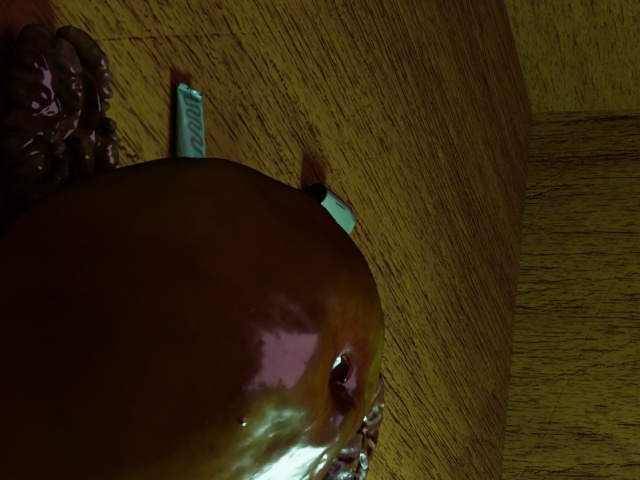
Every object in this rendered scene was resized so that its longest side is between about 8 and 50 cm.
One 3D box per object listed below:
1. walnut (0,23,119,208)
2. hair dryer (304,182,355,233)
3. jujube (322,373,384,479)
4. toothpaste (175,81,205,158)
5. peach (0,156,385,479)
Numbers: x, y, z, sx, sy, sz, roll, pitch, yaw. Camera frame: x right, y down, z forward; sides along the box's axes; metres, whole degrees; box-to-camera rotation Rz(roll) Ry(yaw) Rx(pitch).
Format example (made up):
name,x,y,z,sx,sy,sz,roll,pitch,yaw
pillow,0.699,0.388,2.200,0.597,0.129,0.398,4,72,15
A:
name,x,y,z,sx,sy,sz,roll,pitch,yaw
walnut,-0.219,-0.102,1.024,0.143,0.069,0.170,-32,123,-70
hair dryer,0.002,0.005,1.706,0.106,0.054,0.154,41,56,-60
jujube,-0.031,0.217,1.389,0.232,0.212,0.213,-60,145,-64
toothpaste,-0.143,-0.069,1.301,0.056,0.036,0.205,18,69,-68
peach,-0.108,0.093,0.949,0.343,0.301,0.343,14,90,-69
